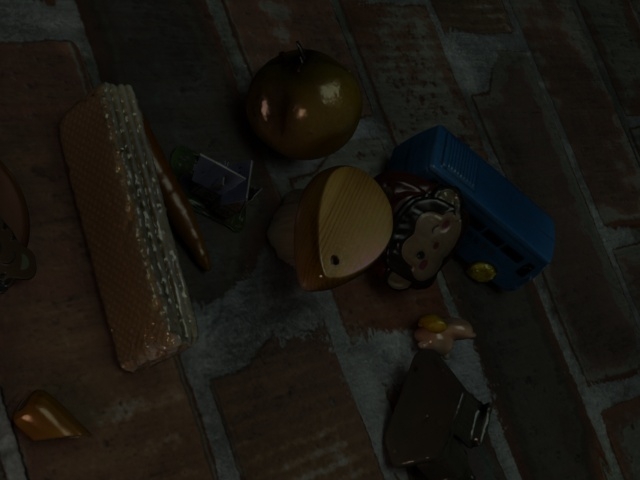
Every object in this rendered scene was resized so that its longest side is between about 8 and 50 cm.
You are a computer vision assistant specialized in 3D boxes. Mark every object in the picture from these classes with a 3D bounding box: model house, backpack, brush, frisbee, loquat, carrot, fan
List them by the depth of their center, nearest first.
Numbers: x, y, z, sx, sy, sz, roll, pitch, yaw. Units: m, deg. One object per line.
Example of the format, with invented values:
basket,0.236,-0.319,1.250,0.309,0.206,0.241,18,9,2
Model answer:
fan,-0.498,-0.014,1.599,0.226,0.008,0.152,54,42,-8
frisbee,-0.517,-0.044,1.620,0.251,0.021,0.250,22,53,-33
carrot,-0.259,-0.098,1.872,0.069,0.069,0.336,-39,100,-48
model house,-0.163,-0.102,1.948,0.167,0.088,0.117,30,50,-29
brush,0.000,0.000,1.993,0.174,0.166,0.266,46,44,-18
model house,0.226,0.331,2.072,0.188,0.122,0.229,41,58,-38
loquat,-0.030,-0.244,2.072,0.213,0.213,0.213,23,53,-35
backpack,0.154,-0.028,2.163,0.229,0.139,0.229,-1,97,-10

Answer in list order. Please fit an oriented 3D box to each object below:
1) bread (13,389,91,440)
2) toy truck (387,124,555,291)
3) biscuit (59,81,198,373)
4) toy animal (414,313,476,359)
bread,-0.364,0.252,1.581,0.103,0.049,0.062,47,43,-12
toy truck,0.304,-0.055,2.328,0.385,0.162,0.161,38,45,-24
biscuit,-0.288,-0.022,1.741,0.079,0.144,0.425,-2,70,-46
toy animal,0.226,0.181,2.191,0.114,0.091,0.081,8,91,-28
